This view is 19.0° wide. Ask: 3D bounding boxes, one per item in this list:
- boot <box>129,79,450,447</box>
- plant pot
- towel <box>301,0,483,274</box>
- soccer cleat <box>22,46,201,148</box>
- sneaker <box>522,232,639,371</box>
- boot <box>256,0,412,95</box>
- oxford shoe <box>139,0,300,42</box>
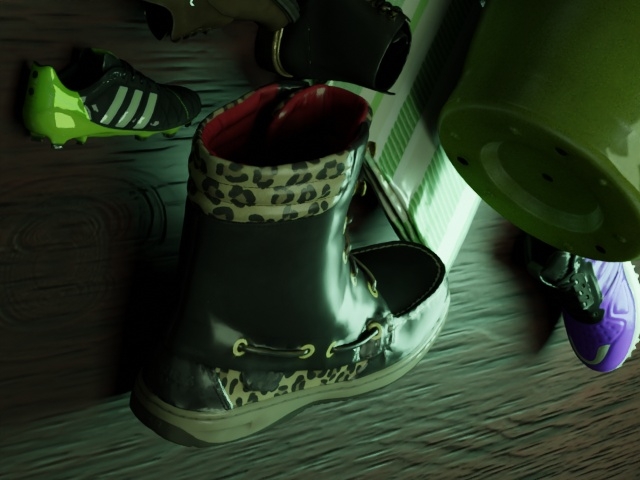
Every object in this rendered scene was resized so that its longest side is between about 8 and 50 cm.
[{"bbox_3d":[0.000,0.000,1.682,0.377,0.138,0.284,-20,132,-40],"label":"boot"},{"bbox_3d":[0.301,-0.181,1.836,0.353,0.366,0.366,-55,143,-20],"label":"plant pot"},{"bbox_3d":[0.098,-0.142,1.848,0.248,0.038,0.325,-64,144,-23],"label":"towel"},{"bbox_3d":[-0.159,-0.116,1.507,0.179,0.060,0.072,-12,114,-48],"label":"soccer cleat"},{"bbox_3d":[0.285,0.028,2.157,0.146,0.102,0.293,-27,122,-40],"label":"sneaker"},{"bbox_3d":[0.036,-0.226,1.649,0.077,0.137,0.198,4,103,-54],"label":"boot"},{"bbox_3d":[-0.100,-0.204,1.542,0.096,0.083,0.227,-56,146,11],"label":"oxford shoe"}]
